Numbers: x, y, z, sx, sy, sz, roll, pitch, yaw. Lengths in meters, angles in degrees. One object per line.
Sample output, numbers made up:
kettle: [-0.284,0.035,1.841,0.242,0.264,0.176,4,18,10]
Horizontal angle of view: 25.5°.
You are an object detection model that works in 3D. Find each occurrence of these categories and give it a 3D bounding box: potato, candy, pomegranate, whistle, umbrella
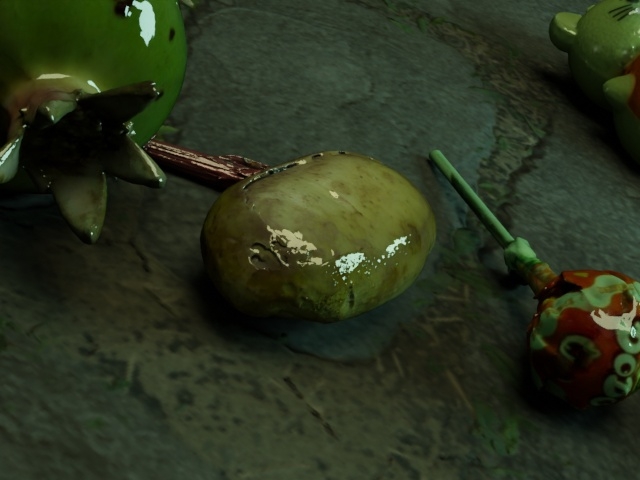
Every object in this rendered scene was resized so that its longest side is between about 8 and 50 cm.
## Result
potato: [0.000,0.000,0.820,0.107,0.080,0.170,43,38,14]
candy: [0.126,0.010,0.920,0.084,0.078,0.287,-12,34,-16]
pomegranate: [-0.153,-0.093,0.762,0.182,0.181,0.224,8,34,-26]
whistle: [0.296,-0.117,1.170,0.131,0.106,0.288,-3,40,-27]
umbrella: [-0.050,-0.040,0.900,0.165,0.025,0.027,17,50,-9]
